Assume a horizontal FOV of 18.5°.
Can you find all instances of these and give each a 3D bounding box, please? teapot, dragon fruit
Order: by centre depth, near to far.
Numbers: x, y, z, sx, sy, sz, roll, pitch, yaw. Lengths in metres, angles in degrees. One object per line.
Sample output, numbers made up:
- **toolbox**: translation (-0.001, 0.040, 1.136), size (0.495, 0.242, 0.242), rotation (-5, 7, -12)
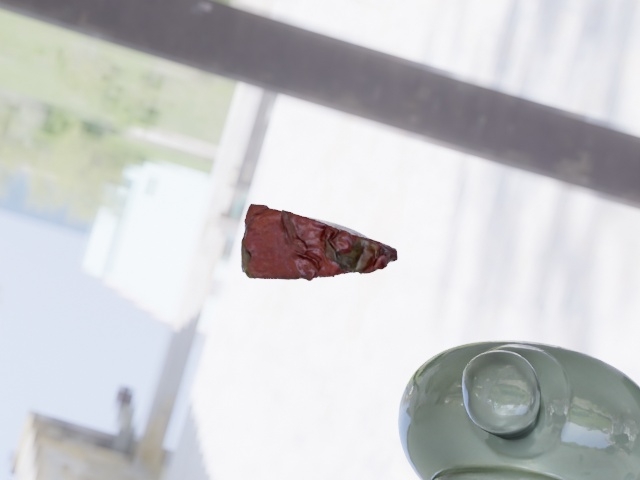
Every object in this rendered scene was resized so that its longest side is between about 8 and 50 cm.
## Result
- **teapot**: translation (0.137, 0.145, 1.509), size (0.220, 0.149, 0.318), rotation (-10, 147, 34)
- **dragon fruit**: translation (-0.001, -0.003, 1.720), size (0.131, 0.063, 0.097), rotation (10, -153, 41)
